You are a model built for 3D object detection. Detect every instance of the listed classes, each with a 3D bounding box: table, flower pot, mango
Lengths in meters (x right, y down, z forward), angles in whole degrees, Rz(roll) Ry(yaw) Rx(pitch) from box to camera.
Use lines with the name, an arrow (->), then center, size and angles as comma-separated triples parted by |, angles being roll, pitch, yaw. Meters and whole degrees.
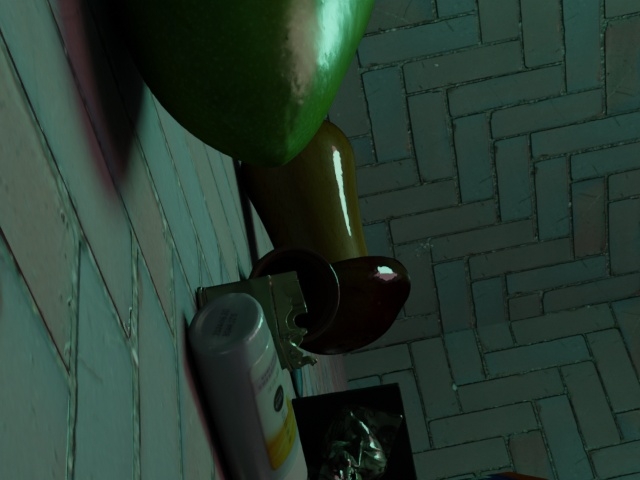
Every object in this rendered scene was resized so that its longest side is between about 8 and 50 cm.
table -> -0.051, 0.074, 1.077 | 0.079, 0.083, 0.062 | 76, 3, -64
flower pot -> -0.039, 0.064, 1.490 | 0.089, 0.111, 0.111 | 159, -80, -76
mango -> -0.053, -0.192, 0.945 | 0.382, 0.201, 0.225 | -96, -176, -47

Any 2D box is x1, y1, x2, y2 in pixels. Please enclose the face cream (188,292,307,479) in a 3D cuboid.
face cream -> -0.053, 0.135, 1.019 | 0.084, 0.057, 0.198 | -69, 153, -45

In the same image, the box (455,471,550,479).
box -> 0.102, 0.389, 1.184 | 0.349, 0.256, 0.319 | 72, 8, -82

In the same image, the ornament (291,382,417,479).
ornament -> 0.038, 0.314, 1.715 | 0.196, 0.153, 0.166 | -70, 149, -69

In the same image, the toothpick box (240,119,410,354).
toothpick box -> 0.000, 0.000, 1.675 | 0.192, 0.192, 0.294 | 74, 0, -67

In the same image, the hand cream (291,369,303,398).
hand cream -> -0.042, 0.124, 1.873 | 0.083, 0.048, 0.224 | -98, -178, -55
